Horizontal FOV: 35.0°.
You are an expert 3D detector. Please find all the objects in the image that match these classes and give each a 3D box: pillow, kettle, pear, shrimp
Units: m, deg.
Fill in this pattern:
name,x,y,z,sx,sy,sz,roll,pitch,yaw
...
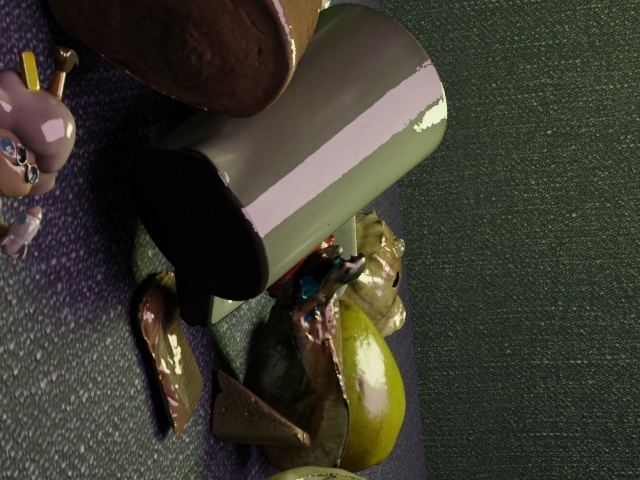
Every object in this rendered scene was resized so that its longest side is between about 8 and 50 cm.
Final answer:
name,x,y,z,sx,sy,sz,roll,pitch,yaw
pillow,-0.201,0.149,1.363,0.135,0.034,0.211,-66,147,-61
kettle,-0.050,-0.080,1.356,0.376,0.250,0.361,-42,161,-34
pear,0.021,0.260,1.798,0.253,0.253,0.307,-33,116,-75
shrimp,-0.022,0.198,1.570,0.110,0.221,0.446,-20,136,-40

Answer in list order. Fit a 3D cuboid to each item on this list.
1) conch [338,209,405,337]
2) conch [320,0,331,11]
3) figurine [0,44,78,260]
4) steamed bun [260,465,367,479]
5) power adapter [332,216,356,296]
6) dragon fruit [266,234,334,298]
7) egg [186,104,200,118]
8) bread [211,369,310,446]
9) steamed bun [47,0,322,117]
name,x,y,z,sx,sy,sz,roll,pitch,yaw
conch,0.082,0.071,2.149,0.324,0.186,0.263,43,55,-11
conch,-0.125,-0.425,1.358,0.249,0.368,0.197,-145,-109,-72
figurine,-0.288,-0.073,0.914,0.137,0.112,0.229,58,42,-47
steamed bun,-0.016,0.491,1.418,0.247,0.339,0.352,82,9,-88
power adapter,0.000,0.000,1.923,0.255,0.124,0.187,105,-17,-75
dragon fruit,-0.073,-0.031,1.686,0.200,0.198,0.269,67,1,-55
egg,-0.115,-0.187,1.535,0.169,0.169,0.236,-73,158,-57
bread,-0.088,0.258,1.561,0.077,0.152,0.105,56,37,-66
steamed bun,-0.141,-0.305,1.151,0.199,0.301,0.251,-59,-172,44
